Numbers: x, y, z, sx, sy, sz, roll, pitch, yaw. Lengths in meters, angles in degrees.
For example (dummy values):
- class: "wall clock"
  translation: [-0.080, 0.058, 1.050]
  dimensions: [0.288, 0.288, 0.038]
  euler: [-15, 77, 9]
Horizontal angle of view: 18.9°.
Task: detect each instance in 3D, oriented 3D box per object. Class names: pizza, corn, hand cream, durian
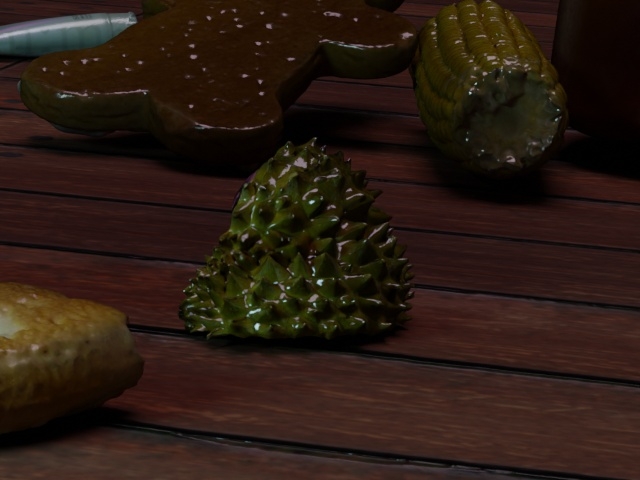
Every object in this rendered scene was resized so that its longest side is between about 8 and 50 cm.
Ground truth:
- class: "pizza"
  translation: [-0.204, 0.061, 0.973]
  dimensions: [0.161, 0.062, 0.182]
  euler: [24, 29, 39]
- class: "corn"
  translation: [0.145, -0.131, 1.689]
  dimensions: [0.131, 0.131, 0.344]
  euler: [3, 14, -1]
- class: "hand cream"
  translation: [-0.305, -0.226, 2.150]
  dimensions: [0.205, 0.050, 0.078]
  euler: [-6, 16, -19]
- class: "durian"
  translation: [-0.001, -0.004, 1.167]
  dimensions: [0.119, 0.108, 0.187]
  euler: [10, 15, 28]

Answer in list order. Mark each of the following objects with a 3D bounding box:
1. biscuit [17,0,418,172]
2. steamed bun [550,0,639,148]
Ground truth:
- class: "biscuit"
  translation: [-0.054, -0.177, 1.764]
  dimensions: [0.283, 0.064, 0.432]
  euler: [15, 34, 23]
- class: "steamed bun"
  translation: [0.379, -0.199, 1.796]
  dimensions: [0.379, 0.235, 0.248]
  euler: [-2, 20, -27]
